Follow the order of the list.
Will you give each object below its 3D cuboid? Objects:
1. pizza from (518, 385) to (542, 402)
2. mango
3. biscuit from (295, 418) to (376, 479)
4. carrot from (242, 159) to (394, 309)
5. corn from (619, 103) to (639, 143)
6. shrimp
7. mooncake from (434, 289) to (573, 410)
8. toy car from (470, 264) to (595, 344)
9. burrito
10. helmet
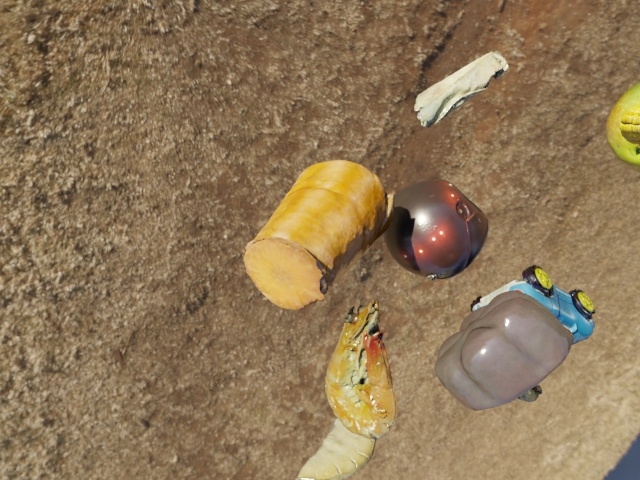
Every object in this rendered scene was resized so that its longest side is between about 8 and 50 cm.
[{"bbox_3d":[0.626,0.392,1.500,0.086,0.305,0.161,-35,103,22],"label":"pizza"},{"bbox_3d":[0.791,-0.256,1.050,0.382,0.225,0.201,-13,156,-24],"label":"mango"},{"bbox_3d":[0.069,0.554,1.274,0.290,0.141,0.038,-35,130,-49],"label":"biscuit"},{"bbox_3d":[0.000,0.000,0.792,0.196,0.254,0.195,13,129,16],"label":"carrot"},{"bbox_3d":[0.497,-0.173,0.707,0.068,0.206,0.067,4,102,17],"label":"corn"},{"bbox_3d":[0.073,0.219,0.805,0.062,0.154,0.294,-26,131,-38],"label":"shrimp"},{"bbox_3d":[0.328,0.201,0.882,0.133,0.245,0.245,46,100,7],"label":"mooncake"},{"bbox_3d":[0.511,0.197,1.120,0.314,0.165,0.198,26,135,-25],"label":"toy car"},{"bbox_3d":[0.181,-0.199,0.632,0.149,0.055,0.041,-35,115,-5],"label":"burrito"},{"bbox_3d":[0.230,-0.023,1.004,0.193,0.189,0.215,-7,80,-40],"label":"helmet"}]
